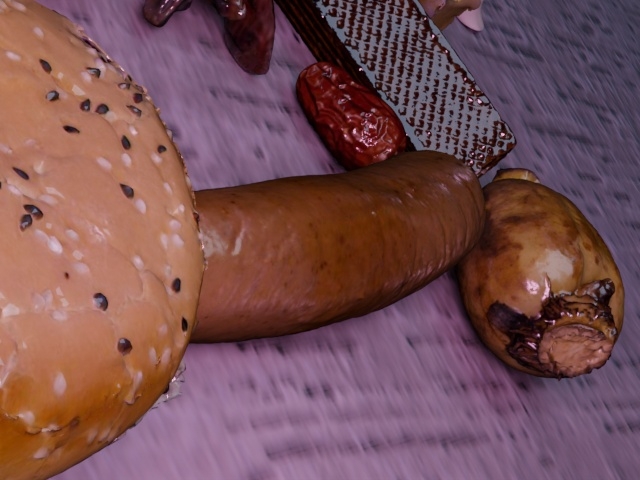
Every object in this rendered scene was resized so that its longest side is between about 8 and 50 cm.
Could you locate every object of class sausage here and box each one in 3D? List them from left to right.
[{"bbox_3d":[0.002,0.002,1.034,0.136,0.123,0.501,44,29,20],"label":"sausage"}]

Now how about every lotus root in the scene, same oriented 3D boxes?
[{"bbox_3d":[0.210,0.031,1.265,0.169,0.141,0.314,39,24,-25],"label":"lotus root"}]

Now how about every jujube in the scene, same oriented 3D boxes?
[{"bbox_3d":[0.028,-0.119,1.243,0.129,0.077,0.077,50,30,11],"label":"jujube"}]

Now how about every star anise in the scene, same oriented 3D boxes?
[{"bbox_3d":[-0.086,-0.289,1.199,0.212,0.129,0.282,36,67,-7],"label":"star anise"}]

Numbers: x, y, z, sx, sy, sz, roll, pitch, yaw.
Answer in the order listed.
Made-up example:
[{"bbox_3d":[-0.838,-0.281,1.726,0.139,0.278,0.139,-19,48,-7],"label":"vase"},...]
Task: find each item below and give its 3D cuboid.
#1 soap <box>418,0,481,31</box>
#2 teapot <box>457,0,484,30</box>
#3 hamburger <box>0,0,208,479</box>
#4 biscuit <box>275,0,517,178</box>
[{"bbox_3d":[0.057,-0.316,1.424,0.076,0.135,0.233,-14,69,-57],"label":"soap"},{"bbox_3d":[0.152,-0.430,1.670,0.300,0.166,0.208,43,39,0],"label":"teapot"},{"bbox_3d":[-0.210,-0.010,0.709,0.277,0.195,0.318,-20,75,-56],"label":"hamburger"},{"bbox_3d":[0.048,-0.217,1.329,0.107,0.073,0.388,-33,85,-22],"label":"biscuit"}]
